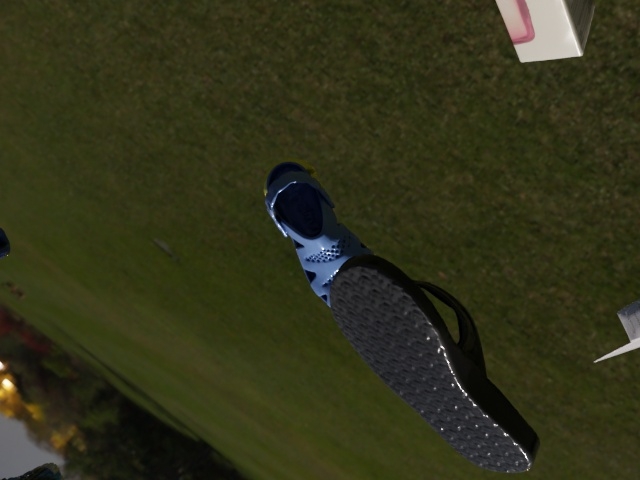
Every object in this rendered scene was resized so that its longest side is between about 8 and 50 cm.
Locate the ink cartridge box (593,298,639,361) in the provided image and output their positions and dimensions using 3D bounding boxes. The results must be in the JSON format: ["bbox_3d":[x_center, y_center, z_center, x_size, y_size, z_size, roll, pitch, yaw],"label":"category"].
[{"bbox_3d":[0.592,0.102,1.396,0.239,0.275,0.060,125,128,-64],"label":"ink cartridge box"}]

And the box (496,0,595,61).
[{"bbox_3d":[0.410,-0.468,1.626,0.126,0.149,0.232,0,143,33],"label":"box"}]

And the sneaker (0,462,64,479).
[{"bbox_3d":[-0.360,0.327,1.064,0.190,0.071,0.083,-25,93,40],"label":"sneaker"}]

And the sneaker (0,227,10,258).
[{"bbox_3d":[-0.406,-0.014,0.917,0.221,0.087,0.083,43,-150,-75],"label":"sneaker"}]

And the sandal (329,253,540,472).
[{"bbox_3d":[0.163,0.161,1.225,0.167,0.107,0.446,-8,132,43],"label":"sandal"}]

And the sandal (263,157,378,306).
[{"bbox_3d":[0.000,0.000,1.443,0.317,0.126,0.138,53,-176,5],"label":"sandal"}]
